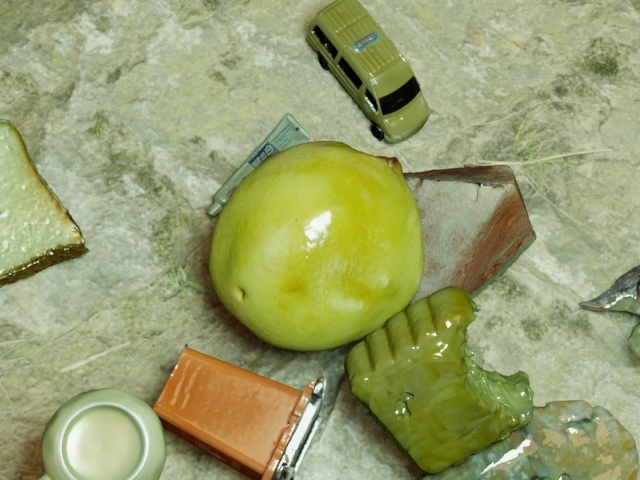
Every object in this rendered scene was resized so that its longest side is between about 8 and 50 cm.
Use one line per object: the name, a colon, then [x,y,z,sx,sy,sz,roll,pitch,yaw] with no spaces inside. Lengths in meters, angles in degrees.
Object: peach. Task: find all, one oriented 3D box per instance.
peach: [-0.007,0.004,1.732,0.314,0.281,0.315,10,103,-23]

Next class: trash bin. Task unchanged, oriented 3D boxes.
trash bin: [-0.121,0.255,1.708,0.239,0.161,0.184,27,71,4]

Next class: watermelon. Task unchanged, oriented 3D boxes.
watermelon: [0.234,0.006,1.804,0.283,0.292,0.250,-13,105,-12]

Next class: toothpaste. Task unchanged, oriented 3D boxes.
toothpaste: [-0.108,-0.120,1.891,0.060,0.038,0.233,43,69,2]

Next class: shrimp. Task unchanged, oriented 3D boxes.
shrimp: [0.278,0.403,1.718,0.446,0.110,0.221,-26,83,-1]

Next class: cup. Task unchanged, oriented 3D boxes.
cup: [-0.351,0.318,1.626,0.255,0.202,0.173,-13,75,-12]

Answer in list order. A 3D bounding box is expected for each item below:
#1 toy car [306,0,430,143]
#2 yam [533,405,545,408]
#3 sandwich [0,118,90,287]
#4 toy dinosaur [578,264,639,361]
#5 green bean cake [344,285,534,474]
toy car: [0.087,-0.292,1.926,0.101,0.124,0.256,-35,80,-16]
yam: [0.278,0.276,1.800,0.241,0.057,0.056,7,72,4]
sandwich: [-0.557,-0.025,1.758,0.301,0.099,0.271,-30,75,-13]
toy dinosaur: [0.587,0.113,1.908,0.294,0.077,0.162,-10,70,-27]
green bean cake: [0.181,0.215,1.678,0.233,0.124,0.236,-34,114,10]
